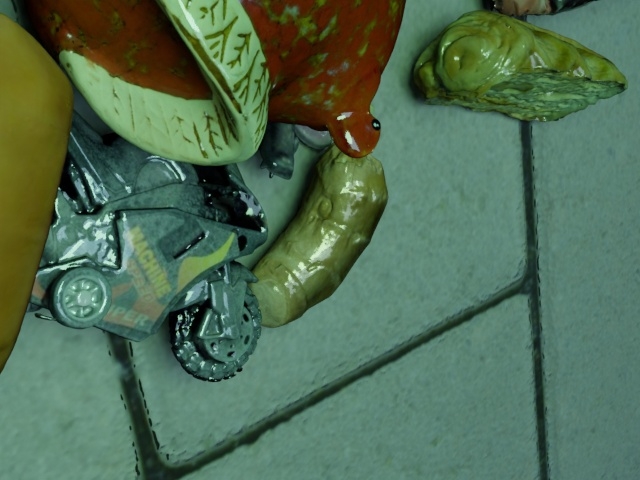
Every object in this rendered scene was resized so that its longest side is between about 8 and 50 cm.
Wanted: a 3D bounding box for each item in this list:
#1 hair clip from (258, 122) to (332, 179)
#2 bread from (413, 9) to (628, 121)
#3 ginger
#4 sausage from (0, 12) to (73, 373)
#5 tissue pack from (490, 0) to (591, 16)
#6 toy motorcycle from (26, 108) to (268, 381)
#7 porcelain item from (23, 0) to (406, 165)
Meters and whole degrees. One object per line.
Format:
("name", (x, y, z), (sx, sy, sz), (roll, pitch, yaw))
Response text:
("hair clip", (-0.034, -0.144, 0.649), (0.146, 0.056, 0.186), (6, 90, -37))
("bread", (0.195, -0.165, 0.763), (0.232, 0.128, 0.087), (-1, 87, -38))
("ginger", (-0.002, -0.001, 0.687), (0.095, 0.069, 0.190), (27, 95, -43))
("sausage", (-0.211, -0.007, 0.404), (0.136, 0.120, 0.241), (6, 100, -42))
("tissue pack", (0.241, -0.393, 0.741), (0.245, 0.123, 0.332), (-23, 113, -24))
("toy motorcycle", (-0.144, -0.014, 0.567), (0.307, 0.108, 0.173), (32, 74, -37))
("porcelain item", (-0.039, -0.145, 0.482), (0.253, 0.253, 0.252), (-11, 109, -35))
